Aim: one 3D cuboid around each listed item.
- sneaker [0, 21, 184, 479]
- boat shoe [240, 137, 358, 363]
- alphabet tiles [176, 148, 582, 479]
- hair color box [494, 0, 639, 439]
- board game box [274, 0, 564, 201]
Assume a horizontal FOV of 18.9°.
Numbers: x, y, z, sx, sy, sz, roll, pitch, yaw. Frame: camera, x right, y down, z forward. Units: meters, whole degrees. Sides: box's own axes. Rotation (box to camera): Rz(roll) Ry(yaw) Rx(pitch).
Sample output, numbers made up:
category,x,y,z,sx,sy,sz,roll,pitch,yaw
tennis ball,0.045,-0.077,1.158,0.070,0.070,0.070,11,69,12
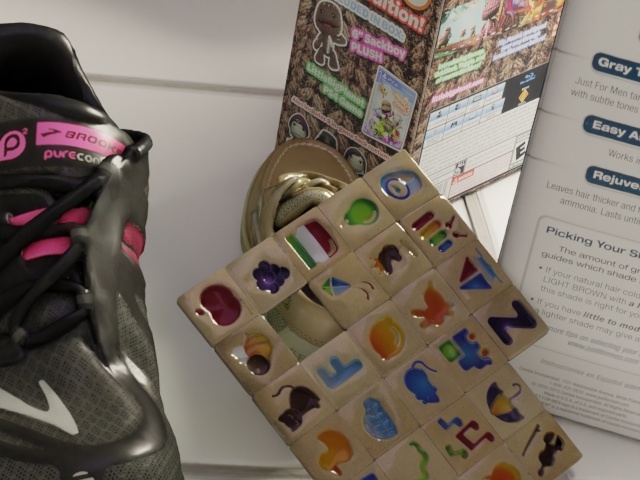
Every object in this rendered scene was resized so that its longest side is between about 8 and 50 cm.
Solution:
category,x,y,z,sx,sy,sz,roll,pitch,yaw
sneaker,-0.190,0.018,1.214,0.185,0.202,0.483,-2,35,-18
boat shoe,0.000,0.000,1.391,0.109,0.098,0.302,7,33,-6
alphabet tiles,0.054,0.079,1.243,0.198,0.009,0.237,-34,80,-25
hair color box,0.222,-0.038,1.285,0.174,0.347,0.105,16,33,7
board game box,0.108,-0.193,1.539,0.141,0.291,0.232,33,39,30
